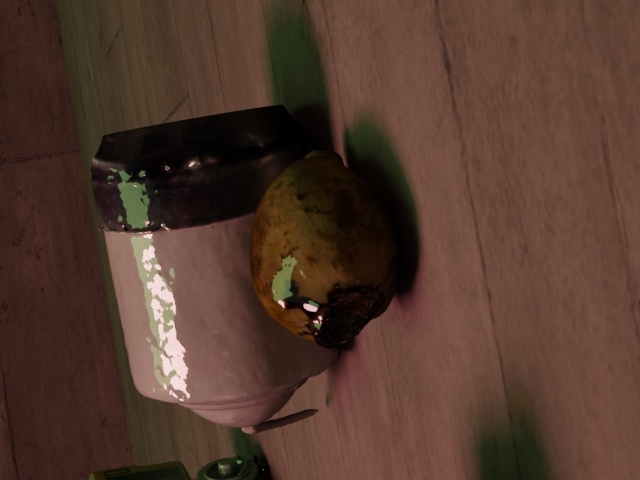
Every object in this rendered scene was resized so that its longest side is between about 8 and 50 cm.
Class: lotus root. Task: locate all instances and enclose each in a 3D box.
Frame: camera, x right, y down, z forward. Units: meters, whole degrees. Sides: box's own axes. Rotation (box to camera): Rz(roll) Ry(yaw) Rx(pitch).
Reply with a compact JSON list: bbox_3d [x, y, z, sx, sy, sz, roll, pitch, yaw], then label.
[{"bbox_3d":[0.000,0.000,1.246,0.214,0.138,0.138,-100,10,-51],"label":"lotus root"}]

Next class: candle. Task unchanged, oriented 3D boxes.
[{"bbox_3d":[-0.097,0.043,1.436,0.221,0.221,0.342,-157,56,-73],"label":"candle"}]

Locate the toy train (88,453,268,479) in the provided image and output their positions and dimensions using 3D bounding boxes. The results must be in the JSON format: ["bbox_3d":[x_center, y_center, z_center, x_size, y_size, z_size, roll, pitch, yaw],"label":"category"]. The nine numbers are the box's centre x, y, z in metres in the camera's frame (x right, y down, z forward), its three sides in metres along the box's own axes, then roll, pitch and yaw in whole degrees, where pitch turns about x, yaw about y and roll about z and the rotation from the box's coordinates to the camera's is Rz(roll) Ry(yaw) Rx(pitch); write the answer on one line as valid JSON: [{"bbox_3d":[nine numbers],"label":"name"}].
[{"bbox_3d":[-0.150,0.395,1.817,0.369,0.237,0.150,-137,42,-66],"label":"toy train"}]
